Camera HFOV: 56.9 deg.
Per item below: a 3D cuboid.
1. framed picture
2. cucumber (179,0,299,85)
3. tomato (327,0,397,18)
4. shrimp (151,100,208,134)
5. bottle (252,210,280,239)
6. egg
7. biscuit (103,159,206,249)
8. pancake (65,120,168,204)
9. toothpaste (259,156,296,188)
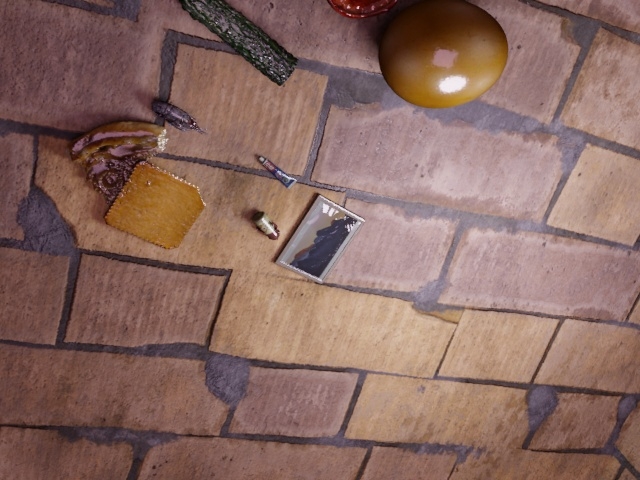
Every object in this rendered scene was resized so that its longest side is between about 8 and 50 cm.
[{"bbox_3d":[0.000,0.000,1.882,0.192,0.018,0.265,26,106,-26],"label":"framed picture"},{"bbox_3d":[-0.220,-0.536,1.517,0.359,0.096,0.096,33,103,-24],"label":"cucumber"},{"bbox_3d":[0.100,-0.687,1.527,0.228,0.101,0.227,-7,110,-18],"label":"tomato"},{"bbox_3d":[-0.378,-0.325,1.589,0.165,0.065,0.056,35,67,-25],"label":"shrimp"},{"bbox_3d":[-0.161,-0.040,1.800,0.047,0.063,0.101,-52,124,-20],"label":"bottle"},{"bbox_3d":[0.326,-0.497,1.574,0.351,0.282,0.282,-8,117,-11],"label":"egg"},{"bbox_3d":[-0.465,-0.094,1.688,0.237,0.013,0.232,26,112,-32],"label":"biscuit"},{"bbox_3d":[-0.550,-0.205,1.605,0.266,0.057,0.244,-1,117,-16],"label":"pancake"},{"bbox_3d":[-0.129,-0.204,1.744,0.037,0.021,0.140,-44,121,13],"label":"toothpaste"}]
